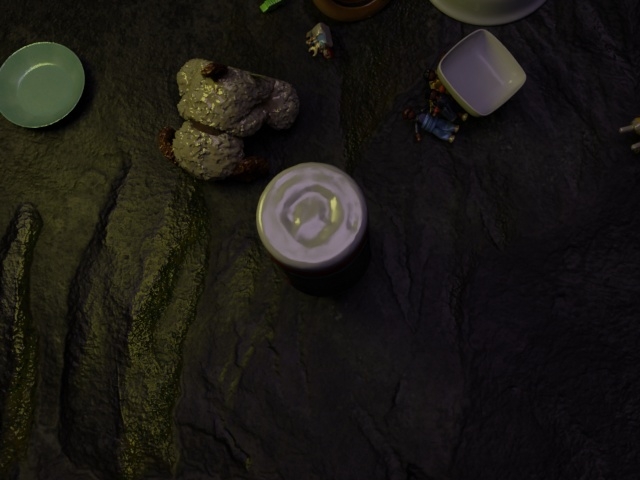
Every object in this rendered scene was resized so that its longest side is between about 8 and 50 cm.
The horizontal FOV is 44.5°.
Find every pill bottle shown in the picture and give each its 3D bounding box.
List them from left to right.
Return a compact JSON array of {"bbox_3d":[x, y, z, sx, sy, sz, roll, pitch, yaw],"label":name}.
[{"bbox_3d":[0.000,0.000,1.346,0.177,0.318,0.176,-1,74,5],"label":"pill bottle"}]

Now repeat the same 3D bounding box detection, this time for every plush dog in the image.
[{"bbox_3d":[-0.196,-0.223,1.510,0.263,0.210,0.225,17,101,9],"label":"plush dog"}]

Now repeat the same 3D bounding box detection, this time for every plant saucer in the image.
[{"bbox_3d":[-0.580,-0.319,1.635,0.195,0.037,0.194,-1,76,6],"label":"plant saucer"}]

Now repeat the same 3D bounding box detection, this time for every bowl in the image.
[{"bbox_3d":[0.297,-0.310,1.479,0.142,0.053,0.142,-41,90,-16],"label":"bowl"},{"bbox_3d":[0.342,-0.593,1.570,0.298,0.134,0.297,-1,76,5],"label":"bowl"}]

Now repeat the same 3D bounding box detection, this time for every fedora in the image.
[{"bbox_3d":[0.061,-0.541,1.591,0.194,0.194,0.079,-26,38,-2],"label":"fedora"}]

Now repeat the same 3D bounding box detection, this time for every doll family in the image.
[{"bbox_3d":[0.235,-0.281,1.524,0.111,0.076,0.192,24,73,-8],"label":"doll family"}]

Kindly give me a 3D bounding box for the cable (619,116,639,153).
[{"bbox_3d":[0.707,-0.216,1.465,0.287,0.072,0.139,-30,80,-3],"label":"cable"}]

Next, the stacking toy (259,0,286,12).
[{"bbox_3d":[-0.075,-0.604,1.655,0.221,0.052,0.167,-34,75,-3],"label":"stacking toy"}]

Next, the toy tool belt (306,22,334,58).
[{"bbox_3d":[-0.003,-0.400,1.600,0.051,0.052,0.083,-23,68,32],"label":"toy tool belt"}]
